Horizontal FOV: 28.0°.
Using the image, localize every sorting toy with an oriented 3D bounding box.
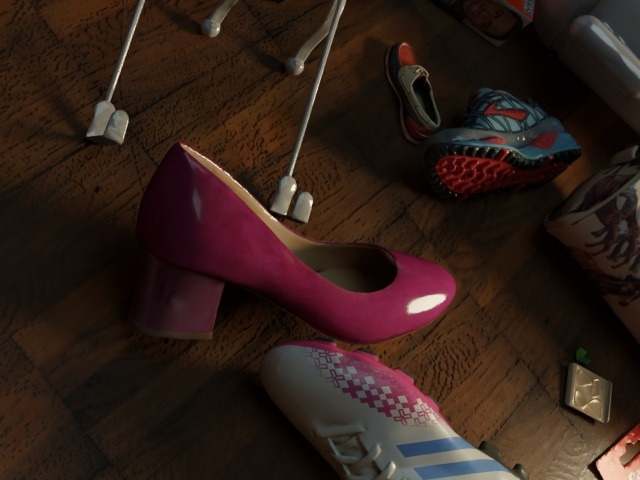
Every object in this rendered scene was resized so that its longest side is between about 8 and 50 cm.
[{"bbox_3d":[0.315,0.169,1.511,0.062,0.012,0.083,26,56,-18],"label":"sorting toy"}]

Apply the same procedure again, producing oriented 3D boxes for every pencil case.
[{"bbox_3d":[0.465,0.074,1.580,0.410,0.160,0.183,49,61,-4],"label":"pencil case"}]

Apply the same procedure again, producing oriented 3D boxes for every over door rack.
[{"bbox_3d":[-0.105,-0.198,1.345,0.239,0.108,0.324,21,69,-27],"label":"over door rack"}]

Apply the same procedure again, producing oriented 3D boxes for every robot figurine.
[{"bbox_3d":[0.424,-0.277,1.698,0.353,0.200,0.300,44,35,7],"label":"robot figurine"}]

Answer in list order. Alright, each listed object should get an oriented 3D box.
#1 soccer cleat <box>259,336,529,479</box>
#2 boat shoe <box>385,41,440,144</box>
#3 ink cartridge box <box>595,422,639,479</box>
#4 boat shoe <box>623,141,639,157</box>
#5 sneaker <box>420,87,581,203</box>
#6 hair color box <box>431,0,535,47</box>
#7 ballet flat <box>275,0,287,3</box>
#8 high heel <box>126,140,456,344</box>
[{"bbox_3d":[0.075,0.219,1.225,0.331,0.116,0.143,35,49,-18],"label":"soccer cleat"},{"bbox_3d":[0.113,-0.182,1.533,0.049,0.043,0.137,8,60,-32],"label":"boat shoe"},{"bbox_3d":[0.413,0.300,1.493,0.145,0.045,0.179,-27,86,-44],"label":"ink cartridge box"},{"bbox_3d":[0.432,-0.081,1.720,0.050,0.045,0.135,26,52,-24],"label":"boat shoe"},{"bbox_3d":[0.196,-0.121,1.541,0.262,0.104,0.125,-5,58,-48],"label":"sneaker"},{"bbox_3d":[0.201,-0.316,1.656,0.141,0.072,0.043,30,51,-21],"label":"hair color box"},{"bbox_3d":[0.008,-0.305,1.528,0.173,0.057,0.049,-6,110,-39],"label":"ballet flat"},{"bbox_3d":[0.000,0.000,1.233,0.377,0.181,0.127,-3,30,-37],"label":"high heel"}]
